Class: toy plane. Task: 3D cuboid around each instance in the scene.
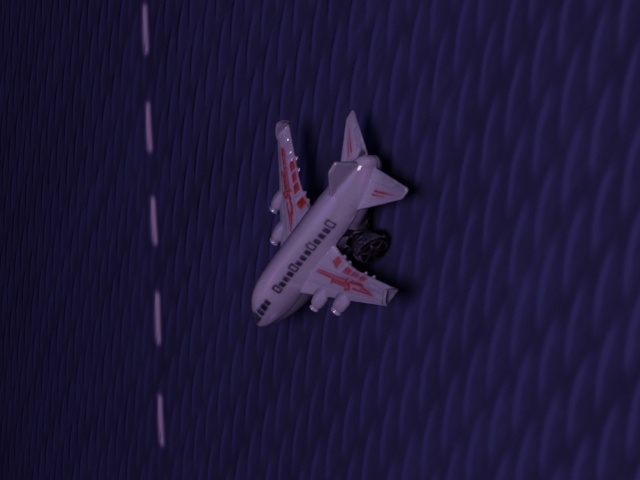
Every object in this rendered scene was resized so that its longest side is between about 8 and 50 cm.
[{"bbox_3d":[0.000,0.000,0.838,0.162,0.065,0.171,58,138,32],"label":"toy plane"}]
